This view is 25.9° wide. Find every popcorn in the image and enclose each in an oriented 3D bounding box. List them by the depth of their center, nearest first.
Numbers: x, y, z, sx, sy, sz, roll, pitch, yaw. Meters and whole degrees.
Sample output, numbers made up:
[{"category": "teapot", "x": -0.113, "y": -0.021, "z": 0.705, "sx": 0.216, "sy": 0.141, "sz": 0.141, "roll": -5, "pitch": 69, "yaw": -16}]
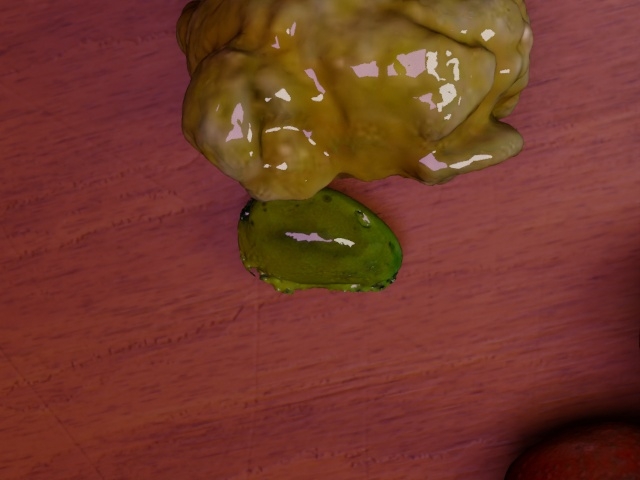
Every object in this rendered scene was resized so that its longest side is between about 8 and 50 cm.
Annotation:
[{"category": "popcorn", "x": 0.030, "y": -0.181, "z": 1.309, "sx": 0.334, "sy": 0.292, "sz": 0.294, "roll": -18, "pitch": 96, "yaw": 6}]

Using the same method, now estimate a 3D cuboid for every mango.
[{"category": "mango", "x": 0.000, "y": -0.001, "z": 1.456, "sx": 0.178, "sy": 0.100, "sz": 0.119, "roll": 15, "pitch": 141, "yaw": -5}]

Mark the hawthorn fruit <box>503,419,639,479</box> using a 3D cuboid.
[{"category": "hawthorn fruit", "x": 0.277, "y": 0.292, "z": 1.448, "sx": 0.249, "sy": 0.215, "sz": 0.215, "roll": -6, "pitch": 105, "yaw": 37}]
